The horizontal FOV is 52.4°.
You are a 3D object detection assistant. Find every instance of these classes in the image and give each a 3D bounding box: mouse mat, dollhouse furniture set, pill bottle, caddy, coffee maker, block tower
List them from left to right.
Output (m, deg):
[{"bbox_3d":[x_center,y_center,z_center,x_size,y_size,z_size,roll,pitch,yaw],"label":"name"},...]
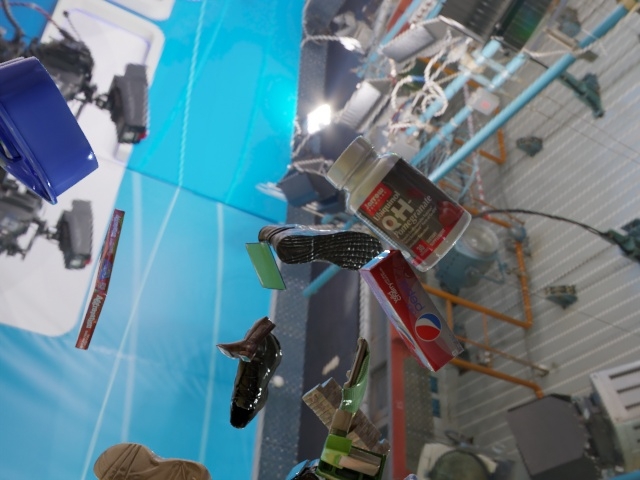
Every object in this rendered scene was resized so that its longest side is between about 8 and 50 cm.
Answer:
[{"bbox_3d":[-0.652,-0.242,1.439,0.179,0.342,0.241,-36,-149,-24],"label":"caddy"},{"bbox_3d":[-0.163,0.075,1.913,0.189,0.007,0.153,-2,-70,64],"label":"mouse mat"},{"bbox_3d":[-0.053,0.647,1.698,0.178,0.171,0.120,31,53,-79],"label":"coffee maker"},{"bbox_3d":[0.094,0.610,2.166,0.091,0.335,0.097,-45,176,38],"label":"block tower"},{"bbox_3d":[0.112,0.418,1.560,0.198,0.151,0.302,102,8,-50],"label":"dollhouse furniture set"},{"bbox_3d":[0.172,-0.091,1.495,0.176,0.318,0.176,-50,179,-2],"label":"pill bottle"}]

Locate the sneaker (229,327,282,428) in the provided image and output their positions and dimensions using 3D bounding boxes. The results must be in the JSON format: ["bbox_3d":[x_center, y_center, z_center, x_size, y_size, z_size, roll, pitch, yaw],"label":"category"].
[{"bbox_3d":[-0.169,0.352,1.635,0.130,0.108,0.287,-61,163,-64],"label":"sneaker"}]

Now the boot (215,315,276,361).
[{"bbox_3d":[-0.167,0.214,1.469,0.106,0.037,0.114,12,-129,28],"label":"boot"}]

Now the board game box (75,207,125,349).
[{"bbox_3d":[-0.437,0.069,1.302,0.281,0.027,0.145,-102,-147,-54],"label":"board game box"}]

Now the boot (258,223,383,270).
[{"bbox_3d":[0.000,0.000,1.920,0.222,0.337,0.118,-144,-116,-68],"label":"boot"}]

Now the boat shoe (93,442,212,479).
[{"bbox_3d":[-0.325,0.474,1.283,0.285,0.092,0.103,0,-141,27],"label":"boat shoe"}]

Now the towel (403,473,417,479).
[{"bbox_3d":[0.164,0.711,1.546,0.209,0.034,0.285,-53,-174,23],"label":"towel"}]

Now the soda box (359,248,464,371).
[{"bbox_3d":[0.193,0.149,1.398,0.083,0.263,0.092,-35,-175,-11],"label":"soda box"}]
